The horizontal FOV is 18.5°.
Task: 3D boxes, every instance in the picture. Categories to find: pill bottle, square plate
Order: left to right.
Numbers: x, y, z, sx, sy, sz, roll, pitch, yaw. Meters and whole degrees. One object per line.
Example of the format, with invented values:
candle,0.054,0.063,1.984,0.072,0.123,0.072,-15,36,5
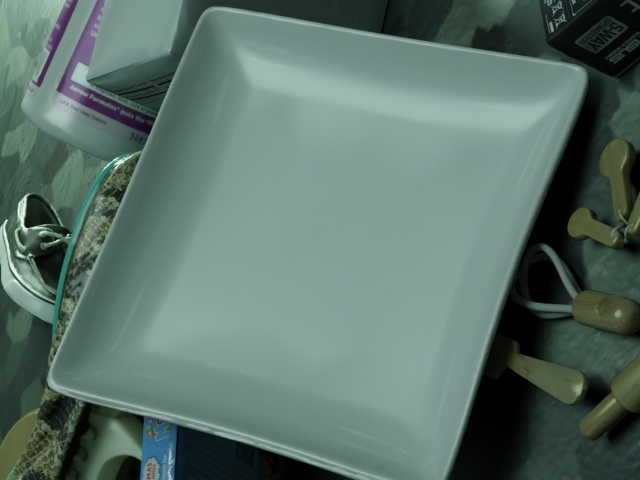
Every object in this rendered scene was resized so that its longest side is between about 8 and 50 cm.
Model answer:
pill bottle,-0.159,-0.226,1.912,0.169,0.169,0.301,34,101,57
square plate,0.000,0.000,1.496,0.344,0.049,0.347,13,72,28

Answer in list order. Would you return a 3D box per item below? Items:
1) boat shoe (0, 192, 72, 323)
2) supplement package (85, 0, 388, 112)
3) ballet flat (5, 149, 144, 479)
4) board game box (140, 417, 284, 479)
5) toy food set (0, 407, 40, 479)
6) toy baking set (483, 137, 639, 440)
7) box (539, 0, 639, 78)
boat shoe,-0.291,0.016,2.049,0.070,0.078,0.219,-60,31,15
supplement package,-0.067,-0.202,1.727,0.149,0.203,0.194,-9,64,54
ballet flat,-0.177,0.167,1.753,0.182,0.164,0.483,30,104,36
board game box,-0.083,0.176,1.570,0.039,0.160,0.211,-16,56,26
toy food set,-0.281,0.225,1.960,0.192,0.038,0.132,-52,42,15
toy baking set,0.202,0.038,1.355,0.256,0.030,0.197,-52,33,24
box,0.249,-0.311,1.440,0.242,0.076,0.307,-40,42,37
